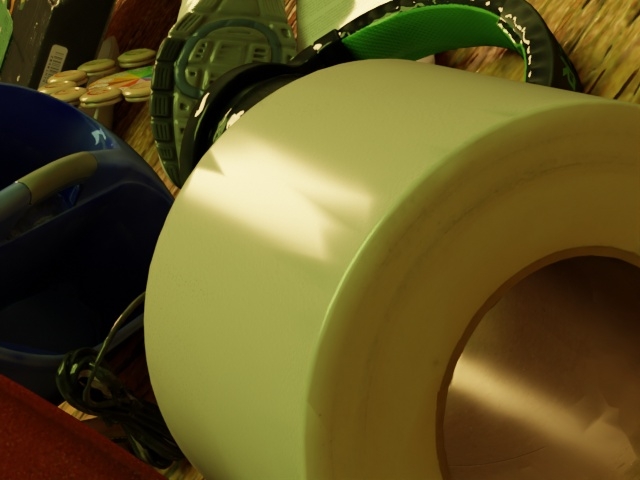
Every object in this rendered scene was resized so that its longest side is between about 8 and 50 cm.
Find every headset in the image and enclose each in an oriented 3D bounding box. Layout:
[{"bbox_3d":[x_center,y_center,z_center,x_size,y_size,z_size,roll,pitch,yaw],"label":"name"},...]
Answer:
[{"bbox_3d":[0.000,0.000,0.919,0.394,0.185,0.243,-35,38,7],"label":"headset"}]

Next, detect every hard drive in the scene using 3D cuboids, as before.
[{"bbox_3d":[-0.281,-0.265,1.453,0.237,0.064,0.339,-68,28,17],"label":"hard drive"}]

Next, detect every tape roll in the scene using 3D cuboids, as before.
[{"bbox_3d":[0.063,0.047,0.633,0.246,0.246,0.169,-59,30,-3],"label":"tape roll"}]

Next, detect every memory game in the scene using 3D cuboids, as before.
[{"bbox_3d":[-0.162,-0.149,1.249,0.186,0.012,0.186,-8,20,3],"label":"memory game"}]

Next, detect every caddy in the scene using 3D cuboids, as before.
[{"bbox_3d":[-0.237,0.003,1.058,0.179,0.241,0.341,-48,-4,28],"label":"caddy"}]

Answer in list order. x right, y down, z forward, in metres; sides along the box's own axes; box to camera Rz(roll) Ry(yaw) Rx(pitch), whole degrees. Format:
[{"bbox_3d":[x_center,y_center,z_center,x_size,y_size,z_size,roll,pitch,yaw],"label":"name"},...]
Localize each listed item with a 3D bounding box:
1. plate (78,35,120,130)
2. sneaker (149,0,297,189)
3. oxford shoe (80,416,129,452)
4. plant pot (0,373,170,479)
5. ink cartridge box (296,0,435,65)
[{"bbox_3d":[-0.296,-0.039,1.426,0.277,0.045,0.278,-33,37,33],"label":"plate"},{"bbox_3d":[-0.071,-0.171,1.147,0.129,0.111,0.297,119,164,-71],"label":"sneaker"},{"bbox_3d":[-0.281,0.275,1.067,0.397,0.140,0.146,-37,72,16],"label":"oxford shoe"},{"bbox_3d":[-0.096,0.240,0.636,0.267,0.235,0.267,107,-174,-74],"label":"plant pot"},{"bbox_3d":[0.045,-0.155,1.066,0.145,0.045,0.179,-28,54,39],"label":"ink cartridge box"}]
